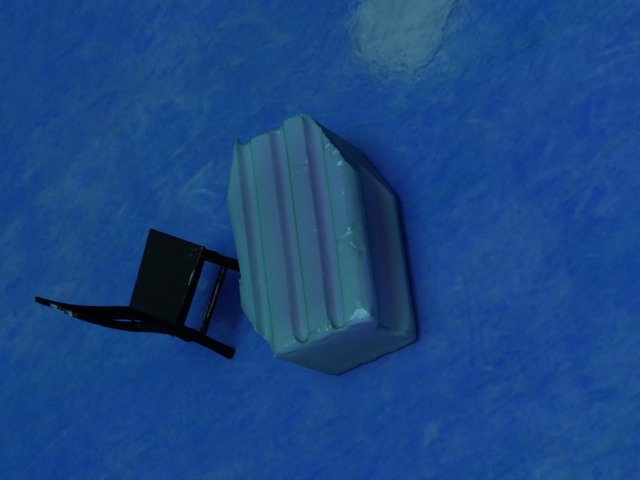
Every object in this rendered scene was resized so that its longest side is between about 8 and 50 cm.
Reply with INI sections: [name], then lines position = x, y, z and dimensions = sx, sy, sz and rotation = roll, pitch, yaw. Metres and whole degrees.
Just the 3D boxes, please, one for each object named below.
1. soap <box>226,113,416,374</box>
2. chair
[soap]
position = 0.000, 0.000, 1.680
dimensions = 0.145, 0.091, 0.230
rotation = -24, 59, 32
[chair]
position = -0.167, 0.039, 1.733
dimensions = 0.084, 0.212, 0.101
rotation = 16, 87, 46
